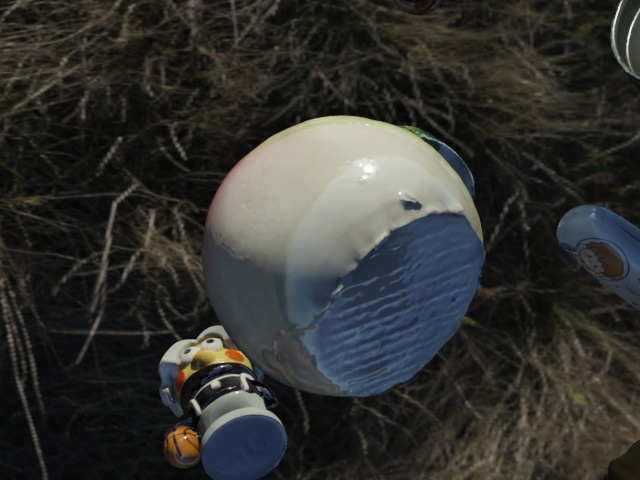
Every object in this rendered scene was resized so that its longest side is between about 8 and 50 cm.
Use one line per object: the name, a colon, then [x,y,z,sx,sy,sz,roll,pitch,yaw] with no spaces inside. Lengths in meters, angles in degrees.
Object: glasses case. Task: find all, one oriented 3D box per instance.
glasses case: [0.320,0.027,0.979,0.178,0.067,0.045,37,59,-7]

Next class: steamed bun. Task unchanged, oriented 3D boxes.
steamed bun: [0.000,0.000,1.041,0.309,0.309,0.310,-7,101,-39]

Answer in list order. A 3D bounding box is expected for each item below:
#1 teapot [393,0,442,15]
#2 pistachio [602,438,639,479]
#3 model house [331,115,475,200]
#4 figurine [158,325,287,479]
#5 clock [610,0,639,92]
teapot: [0.109,-0.368,1.048,0.178,0.135,0.252,-48,154,-45]
pistachio: [0.399,0.295,0.935,0.212,0.260,0.163,12,109,-50]
model house: [0.031,-0.067,1.410,0.190,0.300,0.272,24,98,-50]
figurine: [-0.148,0.228,1.353,0.176,0.236,0.133,-21,124,-8]
clock: [0.407,-0.220,0.872,0.055,0.280,0.281,47,67,-33]
